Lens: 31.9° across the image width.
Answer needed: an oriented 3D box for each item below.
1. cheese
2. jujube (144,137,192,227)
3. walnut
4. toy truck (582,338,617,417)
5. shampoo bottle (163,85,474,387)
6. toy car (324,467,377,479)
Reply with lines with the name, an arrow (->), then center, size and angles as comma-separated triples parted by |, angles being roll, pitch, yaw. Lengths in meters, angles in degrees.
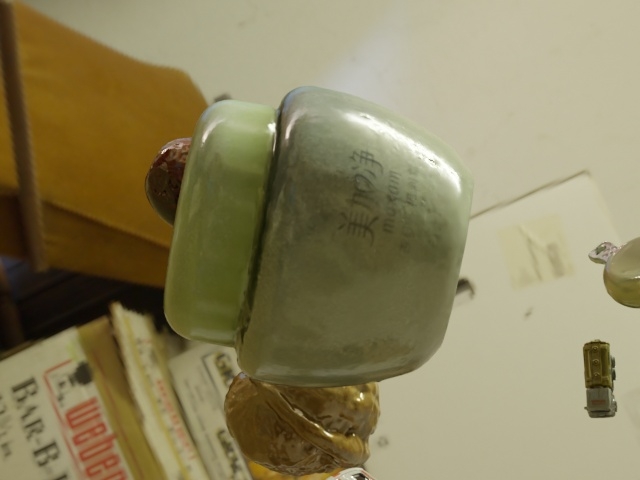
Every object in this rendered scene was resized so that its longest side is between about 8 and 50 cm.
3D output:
cheese -> 0.480, 0.036, 1.709 | 0.064, 0.137, 0.227 | 56, -7, -17
jujube -> -0.198, -0.077, 1.988 | 0.236, 0.168, 0.168 | 38, 3, 0
walnut -> -0.028, 0.247, 1.686 | 0.257, 0.224, 0.257 | 45, 7, -7
toy truck -> 0.467, 0.232, 1.877 | 0.063, 0.052, 0.123 | 51, 38, -57
shampoo bottle -> 0.000, 0.000, 1.210 | 0.322, 0.317, 0.323 | -168, -90, -82
toy car -> -0.002, 0.373, 1.375 | 0.089, 0.210, 0.108 | 44, 23, 16
